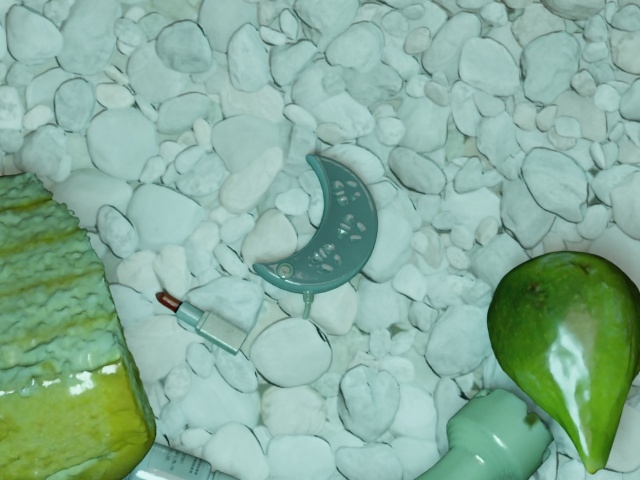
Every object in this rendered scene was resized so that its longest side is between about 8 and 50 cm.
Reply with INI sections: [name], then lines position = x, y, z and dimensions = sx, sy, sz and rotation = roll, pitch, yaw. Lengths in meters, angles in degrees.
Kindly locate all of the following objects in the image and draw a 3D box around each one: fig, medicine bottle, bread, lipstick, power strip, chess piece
[fig]
position = 0.317, 0.153, 1.757
dimensions = 0.206, 0.206, 0.275
rotation = 3, 55, -7
[medicine bottle]
position = -0.168, 0.300, 1.733
dimensions = 0.130, 0.080, 0.080
rotation = 21, 72, -2
[bread]
position = -0.347, 0.132, 1.662
dimensions = 0.239, 0.264, 0.395
rotation = -19, 40, -10
[lipstick]
position = -0.156, 0.101, 1.818
dimensions = 0.129, 0.030, 0.030
rotation = 30, 73, 2
[power strip]
position = 0.000, 0.000, 1.861
dimensions = 0.137, 0.044, 0.216
rotation = 24, 72, -1
[chess piece]
position = 0.146, 0.315, 1.728
dimensions = 0.194, 0.194, 0.299
rotation = 45, 65, 6
